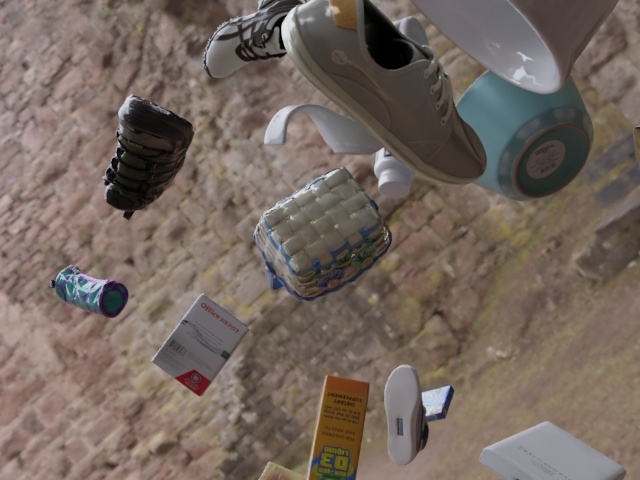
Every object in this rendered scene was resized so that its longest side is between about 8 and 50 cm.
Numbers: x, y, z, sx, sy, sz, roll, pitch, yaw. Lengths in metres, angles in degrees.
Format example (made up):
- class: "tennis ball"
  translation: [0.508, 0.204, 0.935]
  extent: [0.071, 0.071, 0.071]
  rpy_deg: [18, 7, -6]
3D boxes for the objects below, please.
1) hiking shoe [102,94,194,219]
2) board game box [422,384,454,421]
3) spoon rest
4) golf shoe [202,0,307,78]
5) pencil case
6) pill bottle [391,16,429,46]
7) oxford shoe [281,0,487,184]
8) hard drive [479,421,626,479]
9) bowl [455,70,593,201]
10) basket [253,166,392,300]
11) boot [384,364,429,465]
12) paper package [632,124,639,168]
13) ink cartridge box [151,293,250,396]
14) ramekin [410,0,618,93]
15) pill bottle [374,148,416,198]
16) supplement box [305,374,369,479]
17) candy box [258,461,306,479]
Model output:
- class: "hiking shoe"
  translation: [-0.209, -0.088, 1.069]
  extent: [0.227, 0.086, 0.114]
  rpy_deg: [109, -176, -74]
- class: "board game box"
  translation: [0.233, 0.351, 1.912]
  extent: [0.090, 0.020, 0.090]
  rpy_deg: [-22, 20, 32]
- class: "spoon rest"
  translation: [0.019, -0.207, 1.686]
  extent: [0.276, 0.084, 0.137]
  rpy_deg: [0, 4, -44]
- class: "golf shoe"
  translation: [-0.101, -0.315, 1.413]
  extent: [0.198, 0.094, 0.077]
  rpy_deg: [-39, -42, 13]
- class: "pencil case"
  translation: [-0.404, 0.088, 1.579]
  extent: [0.152, 0.070, 0.064]
  rpy_deg: [13, 24, 40]
- class: "pill bottle"
  translation: [0.114, -0.382, 1.879]
  extent: [0.209, 0.119, 0.119]
  rpy_deg: [-11, 13, 30]
- class: "oxford shoe"
  translation: [0.133, -0.214, 1.312]
  extent: [0.130, 0.169, 0.449]
  rpy_deg: [-30, -42, 29]
- class: "hard drive"
  translation: [0.555, 0.534, 2.127]
  extent: [0.353, 0.233, 0.047]
  rpy_deg: [-2, -63, -53]
- class: "bowl"
  translation: [0.426, -0.201, 1.824]
  extent: [0.312, 0.163, 0.311]
  rpy_deg: [-15, -47, -17]
- class: "basket"
  translation: [0.000, 0.000, 1.685]
  extent: [0.255, 0.201, 0.289]
  rpy_deg: [-33, -8, -5]
- class: "boot"
  translation: [0.163, 0.312, 1.659]
  extent: [0.086, 0.069, 0.189]
  rpy_deg: [-18, -65, -59]
- class: "paper package"
  translation: [0.782, -0.138, 1.722]
  extent: [0.310, 0.168, 0.325]
  rpy_deg: [-21, -26, 18]
- class: "ink cartridge box"
  translation: [-0.212, 0.187, 1.614]
  extent: [0.150, 0.109, 0.063]
  rpy_deg: [-53, -4, -7]
- class: "ramekin"
  translation: [0.212, -0.310, 1.041]
  extent: [0.135, 0.277, 0.277]
  rpy_deg: [-49, -4, 0]
- class: "pill bottle"
  translation: [0.167, -0.182, 1.994]
  extent: [0.094, 0.094, 0.169]
  rpy_deg: [132, 150, -56]
- class: "supplement box"
  translation: [0.022, 0.333, 1.397]
  extent: [0.080, 0.078, 0.233]
  rpy_deg: [102, 179, -61]
- class: "candy box"
  translation: [-0.020, 0.655, 2.061]
  extent: [0.183, 0.317, 0.087]
  rpy_deg: [-56, -25, -38]
